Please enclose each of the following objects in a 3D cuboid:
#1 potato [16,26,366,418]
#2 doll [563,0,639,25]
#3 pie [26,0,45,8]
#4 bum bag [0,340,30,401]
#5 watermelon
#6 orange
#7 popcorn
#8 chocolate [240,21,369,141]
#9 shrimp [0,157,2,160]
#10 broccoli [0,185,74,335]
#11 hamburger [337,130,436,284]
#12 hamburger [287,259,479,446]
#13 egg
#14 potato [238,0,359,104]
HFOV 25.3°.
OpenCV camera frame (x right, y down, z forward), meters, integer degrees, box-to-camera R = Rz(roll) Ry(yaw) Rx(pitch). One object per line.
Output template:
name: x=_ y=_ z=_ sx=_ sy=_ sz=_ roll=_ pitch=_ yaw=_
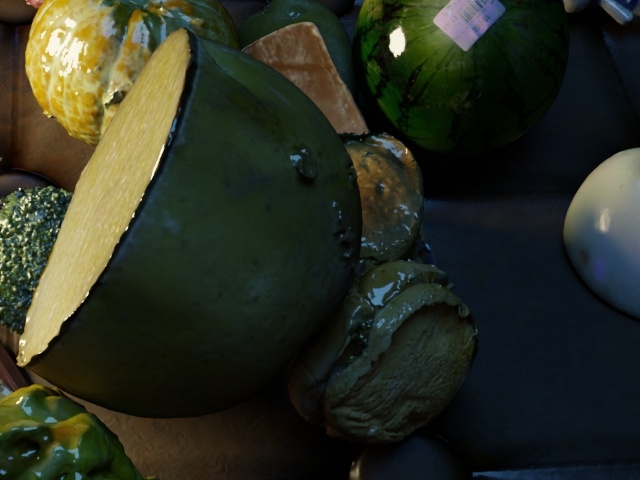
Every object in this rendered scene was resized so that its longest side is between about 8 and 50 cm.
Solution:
potato: x=-0.131 y=0.012 z=1.693 sx=0.319 sy=0.442 sz=0.385 roll=29 pitch=22 yaw=-19
doll: x=0.488 y=-0.440 z=2.488 sx=0.293 sy=0.119 sz=0.138 roll=8 pitch=69 yaw=0
pie: x=-0.432 y=-0.449 z=2.423 sx=0.182 sy=0.050 sz=0.182 roll=4 pitch=44 yaw=-4
bum bag: x=-0.437 y=0.186 z=1.834 sx=0.109 sy=0.026 sz=0.159 roll=-24 pitch=59 yaw=-27
watermelon: x=0.210 y=-0.291 z=2.155 sx=0.363 sy=0.363 sz=0.363 roll=4 pitch=46 yaw=-4
orange: x=-0.277 y=-0.285 z=2.149 sx=0.329 sy=0.249 sz=0.329 roll=7 pitch=52 yaw=-9
popcorn: x=-0.303 y=0.290 z=1.613 sx=0.250 sy=0.235 sz=0.242 roll=32 pitch=31 yaw=2
chocolate: x=-0.024 y=-0.189 z=2.118 sx=0.157 sy=0.254 sz=0.080 roll=-25 pitch=8 yaw=6
shrimp: x=-0.531 y=-0.083 z=2.054 sx=0.165 sy=0.065 sz=0.057 roll=-22 pitch=85 yaw=-32
broccoli: x=-0.368 y=0.027 z=1.893 sx=0.176 sy=0.198 sz=0.226 roll=-51 pitch=33 yaw=3
hamburger: x=0.000 y=0.000 z=1.950 sx=0.318 sy=0.195 sz=0.277 roll=-8 pitch=51 yaw=-11
hamburger: x=0.089 y=0.134 z=1.797 sx=0.286 sy=0.243 sz=0.146 roll=-31 pitch=54 yaw=-26
egg: x=0.468 y=-0.040 z=2.070 sx=0.206 sy=0.162 sz=0.271 roll=18 pitch=46 yaw=8
potato: x=-0.027 y=-0.274 z=2.237 sx=0.174 sy=0.159 sz=0.251 roll=-35 pitch=66 yaw=7
